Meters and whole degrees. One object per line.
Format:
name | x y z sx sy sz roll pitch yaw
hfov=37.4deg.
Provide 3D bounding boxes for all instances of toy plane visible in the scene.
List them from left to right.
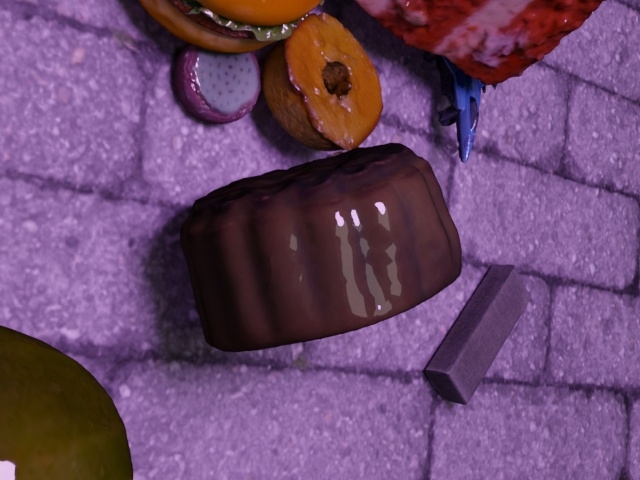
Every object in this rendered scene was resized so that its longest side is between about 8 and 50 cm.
toy plane | 0.189 -0.215 1.286 0.169 0.078 0.247 19 70 -38

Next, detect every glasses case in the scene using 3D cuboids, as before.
glasses case | 0.223 0.128 1.332 0.205 0.047 0.071 -53 124 -28

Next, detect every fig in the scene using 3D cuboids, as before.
fig | -0.279 0.202 0.760 0.316 0.316 0.316 1 88 -40

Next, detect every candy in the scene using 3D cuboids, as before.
candy | -0.115 -0.181 1.057 0.103 0.043 0.103 -1 92 -42

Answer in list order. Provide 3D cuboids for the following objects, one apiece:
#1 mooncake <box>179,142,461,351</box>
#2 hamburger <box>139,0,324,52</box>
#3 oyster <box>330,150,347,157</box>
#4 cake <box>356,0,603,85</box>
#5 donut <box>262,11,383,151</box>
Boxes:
mooncake | 0.000 0.000 0.994 0.290 0.290 0.161 -22 100 -38
hamburger | -0.084 -0.326 0.980 0.246 0.170 0.246 9 73 -30
oyster | 0.031 -0.069 1.164 0.083 0.081 0.038 -33 139 -2
cake | 0.185 -0.388 1.119 0.319 0.269 0.270 21 57 -21
donut | 0.001 -0.181 1.117 0.178 0.065 0.162 -39 104 -52
